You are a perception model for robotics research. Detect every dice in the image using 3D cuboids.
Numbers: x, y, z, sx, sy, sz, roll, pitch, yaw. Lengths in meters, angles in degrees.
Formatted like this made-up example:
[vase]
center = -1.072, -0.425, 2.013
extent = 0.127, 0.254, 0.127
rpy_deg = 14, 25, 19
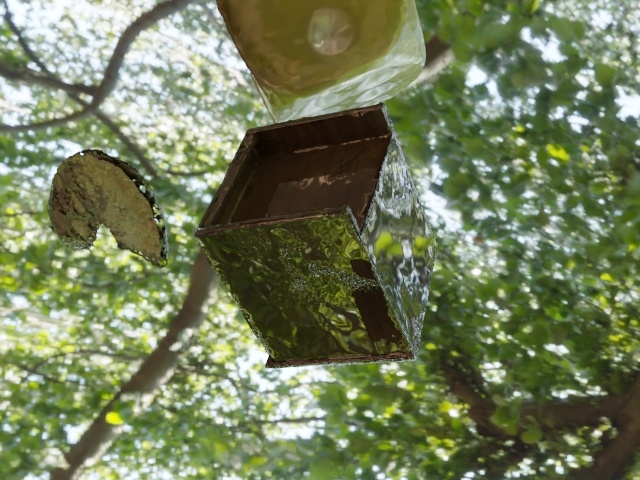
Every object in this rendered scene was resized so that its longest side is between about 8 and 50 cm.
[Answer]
[dice]
center = -0.005, -0.285, 1.063
extent = 0.227, 0.238, 0.233
rpy_deg = -23, -93, 0

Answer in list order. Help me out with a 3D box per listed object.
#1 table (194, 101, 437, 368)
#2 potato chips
[table]
center = 0.000, 0.000, 0.803
extent = 0.173, 0.193, 0.169
rpy_deg = -7, -139, 24
[potato chips]
center = -0.322, -0.040, 1.190
extent = 0.220, 0.202, 0.029
rpy_deg = -9, -153, 32
